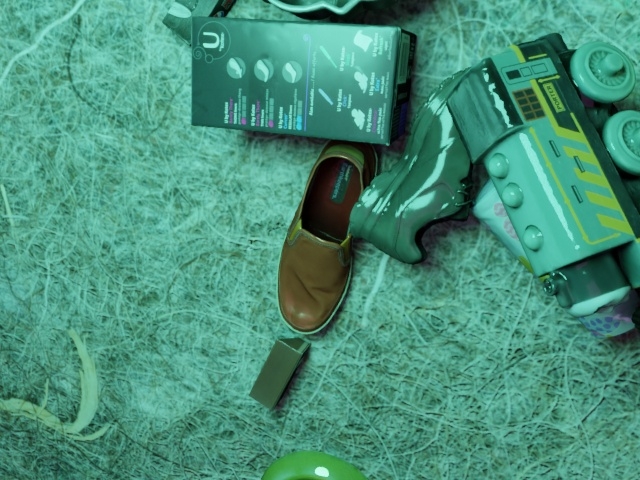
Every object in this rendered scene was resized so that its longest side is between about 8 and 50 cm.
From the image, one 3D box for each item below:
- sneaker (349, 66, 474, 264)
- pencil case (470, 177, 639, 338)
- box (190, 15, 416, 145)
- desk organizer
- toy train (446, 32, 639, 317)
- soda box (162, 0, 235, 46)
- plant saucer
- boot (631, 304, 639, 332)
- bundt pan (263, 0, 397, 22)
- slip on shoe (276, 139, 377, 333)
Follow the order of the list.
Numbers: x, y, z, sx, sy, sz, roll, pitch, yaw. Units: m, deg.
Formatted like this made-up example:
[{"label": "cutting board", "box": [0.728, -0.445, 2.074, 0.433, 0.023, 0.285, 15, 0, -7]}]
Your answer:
[{"label": "sneaker", "box": [0.163, -0.094, 0.773, 0.130, 0.109, 0.286, 38, 105, 22]}, {"label": "pencil case", "box": [0.329, 0.002, 0.776, 0.124, 0.113, 0.273, -44, 90, -5]}, {"label": "box", "box": [-0.019, -0.220, 0.783, 0.271, 0.165, 0.143, 8, 107, 13]}, {"label": "desk organizer", "box": [-0.070, 0.221, 0.984, 0.050, 0.047, 0.130, 30, 111, 9]}, {"label": "toy train", "box": [0.280, -0.078, 0.651, 0.190, 0.142, 0.333, -17, 78, -16]}, {"label": "soda box", "box": [-0.156, -0.368, 0.841, 0.060, 0.053, 0.169, 42, 111, 1]}, {"label": "plant saucer", "box": [-0.006, 0.498, 1.048, 0.241, 0.037, 0.240, 4, 106, 14]}, {"label": "boot", "box": [0.553, 0.090, 0.724, 0.260, 0.131, 0.348, -49, 125, -8]}, {"label": "bundt pan", "box": [0.019, -0.422, 0.714, 0.331, 0.124, 0.330, 0, 90, 10]}, {"label": "slip on shoe", "box": [0.000, 0.000, 0.874, 0.123, 0.101, 0.331, 21, 111, 8]}]
